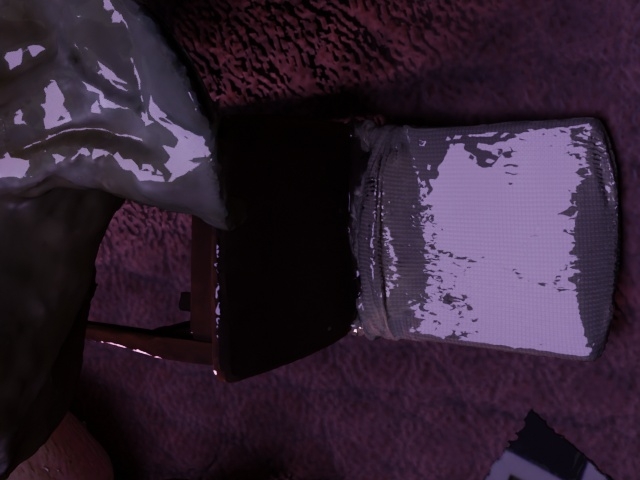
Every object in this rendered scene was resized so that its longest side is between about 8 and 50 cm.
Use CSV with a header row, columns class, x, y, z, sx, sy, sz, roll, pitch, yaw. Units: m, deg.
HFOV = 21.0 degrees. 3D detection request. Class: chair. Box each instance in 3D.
class,x,y,z,sx,sy,sz,roll,pitch,yaw
chair,0.000,0.000,1.057,0.319,0.186,0.160,5,97,35

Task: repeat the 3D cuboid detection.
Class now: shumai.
class,x,y,z,sx,sy,sz,roll,pitch,yaw
shumai,-0.205,-0.063,0.896,0.330,0.292,0.288,36,138,-9

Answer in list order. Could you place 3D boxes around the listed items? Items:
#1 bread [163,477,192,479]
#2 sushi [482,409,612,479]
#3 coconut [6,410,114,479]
class,x,y,z,sx,sy,sz,roll,pitch,yaw
bread,-0.076,0.280,1.191,0.232,0.135,0.246,-38,98,-2
sushi,0.173,0.339,1.129,0.339,0.069,0.320,41,124,15
coconut,-0.266,0.217,1.303,0.237,0.197,0.237,13,116,27
